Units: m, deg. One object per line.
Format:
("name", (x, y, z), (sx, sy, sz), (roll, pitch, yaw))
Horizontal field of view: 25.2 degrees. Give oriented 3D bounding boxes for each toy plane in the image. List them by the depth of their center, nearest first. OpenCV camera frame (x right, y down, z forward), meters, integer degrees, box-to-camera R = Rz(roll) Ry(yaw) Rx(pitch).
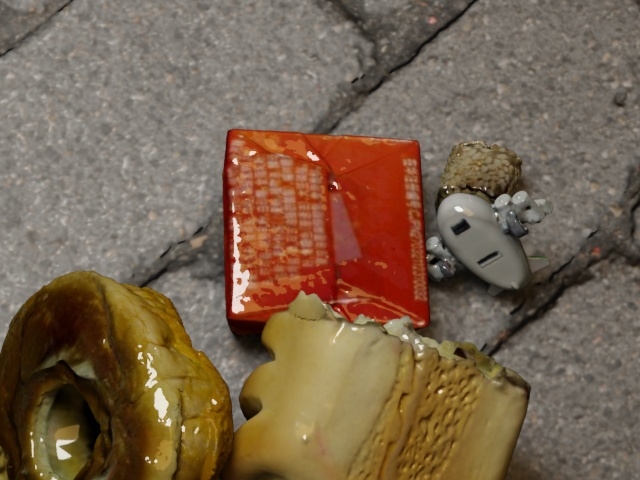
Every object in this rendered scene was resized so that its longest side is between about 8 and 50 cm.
("toy plane", (0.196, 0.002, 1.680), (0.174, 0.174, 0.080), (4, 43, -10))

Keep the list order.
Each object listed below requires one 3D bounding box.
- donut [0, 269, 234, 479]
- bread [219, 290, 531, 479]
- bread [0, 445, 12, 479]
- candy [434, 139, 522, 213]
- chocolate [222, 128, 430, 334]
("donut", (-0.213, 0.199, 1.454), (0.160, 0.330, 0.330), (8, 64, -39))
("bread", (0.047, 0.206, 1.523), (0.316, 0.211, 0.270), (20, 90, -24))
("bread", (-0.445, 0.230, 1.420), (0.253, 0.142, 0.227), (39, 104, 11))
("candy", (0.192, -0.068, 1.738), (0.095, 0.085, 0.110), (15, 56, 2))
("chocolate", (0.000, 0.000, 1.659), (0.235, 0.108, 0.237), (1, 67, -11))
